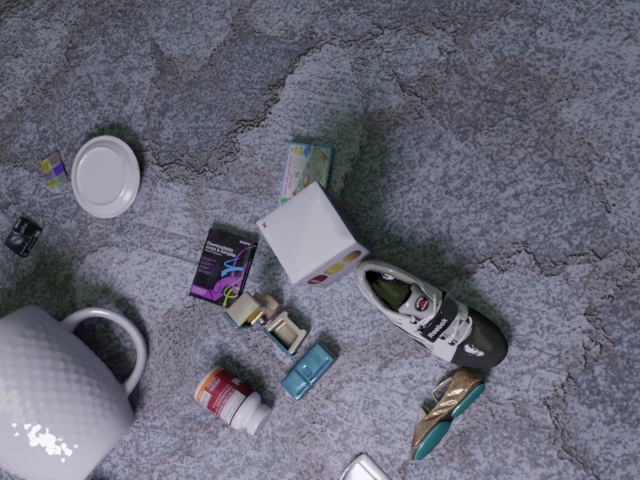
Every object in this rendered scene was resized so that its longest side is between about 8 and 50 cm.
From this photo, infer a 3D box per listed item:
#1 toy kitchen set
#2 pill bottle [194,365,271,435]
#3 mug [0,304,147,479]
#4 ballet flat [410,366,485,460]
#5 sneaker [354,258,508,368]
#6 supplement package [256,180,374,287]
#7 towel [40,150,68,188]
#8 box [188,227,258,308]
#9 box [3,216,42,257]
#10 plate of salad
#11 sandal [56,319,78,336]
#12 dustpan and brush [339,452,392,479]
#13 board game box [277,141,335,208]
[{"bbox_3d":[-0.093,0.215,1.014,0.207,0.166,0.122,42,94,15],"label":"toy kitchen set"},{"bbox_3d":[-0.182,0.339,1.062,0.152,0.086,0.086,31,91,15],"label":"pill bottle"},{"bbox_3d":[-0.546,0.311,1.076,0.328,0.276,0.374,41,63,-2],"label":"mug"},{"bbox_3d":[0.233,0.331,0.982,0.206,0.073,0.067,-48,48,1],"label":"ballet flat"},{"bbox_3d":[0.203,0.144,0.965,0.330,0.146,0.122,29,89,14],"label":"sneaker"},{"bbox_3d":[0.000,0.000,0.978,0.139,0.244,0.134,-34,76,8],"label":"supplement package"},{"bbox_3d":[-0.681,-0.180,1.286,0.060,0.009,0.083,-27,77,8],"label":"towel"},{"bbox_3d":[-0.219,0.064,1.134,0.116,0.029,0.162,16,86,15],"label":"box"},{"bbox_3d":[-0.754,-0.008,1.278,0.067,0.018,0.083,33,92,15],"label":"box"},{"bbox_3d":[-0.518,-0.154,1.225,0.200,0.048,0.200,1,93,18],"label":"plate of salad"},{"bbox_3d":[-0.692,0.223,1.212,0.219,0.060,0.090,9,85,14],"label":"sandal"},{"bbox_3d":[0.061,0.550,0.989,0.147,0.060,0.211,43,94,15],"label":"dustpan and brush"},{"bbox_3d":[-0.031,-0.136,1.115,0.103,0.026,0.154,9,85,14],"label":"board game box"}]
